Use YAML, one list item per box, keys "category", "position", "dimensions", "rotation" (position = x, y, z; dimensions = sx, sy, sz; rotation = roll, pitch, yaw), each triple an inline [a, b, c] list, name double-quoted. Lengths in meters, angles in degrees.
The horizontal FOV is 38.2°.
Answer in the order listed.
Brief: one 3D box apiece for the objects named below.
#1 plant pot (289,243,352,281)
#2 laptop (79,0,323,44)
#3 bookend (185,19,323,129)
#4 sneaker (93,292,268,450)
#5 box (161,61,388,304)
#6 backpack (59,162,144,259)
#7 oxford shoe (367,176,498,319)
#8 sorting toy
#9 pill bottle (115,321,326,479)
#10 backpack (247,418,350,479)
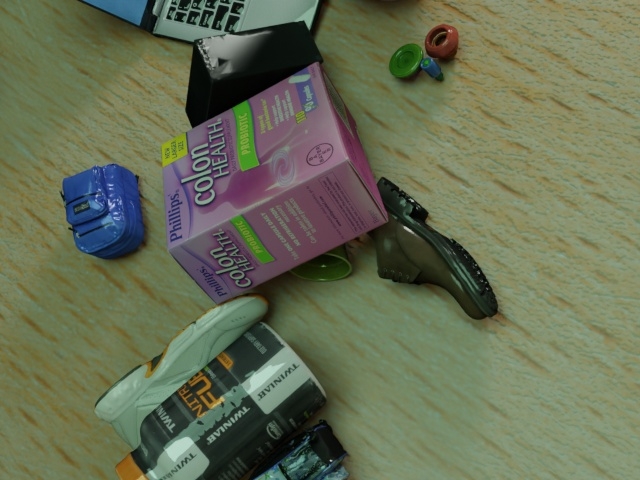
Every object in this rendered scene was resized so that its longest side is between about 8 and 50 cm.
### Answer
- category: "plant pot"
  position: [0.000, 0.000, 1.185]
  dimensions: [0.083, 0.083, 0.079]
  rotation: [-7, 60, 18]
- category: "laptop"
  position: [-0.186, -0.491, 1.280]
  dimensions: [0.407, 0.236, 0.382]
  rotation: [17, 88, 23]
- category: "bookend"
  position: [-0.094, -0.209, 1.255]
  dimensions: [0.157, 0.156, 0.072]
  rotation: [-15, 66, -20]
- category: "sneaker"
  position: [-0.156, 0.176, 1.191]
  dimensions: [0.262, 0.099, 0.121]
  rotation: [-40, 87, 3]
- category: "box"
  position: [-0.066, -0.074, 1.158]
  dimensions: [0.243, 0.117, 0.214]
  rotation: [-26, 42, 12]
- category: "backpack"
  position: [-0.309, -0.036, 1.291]
  dimensions: [0.098, 0.101, 0.120]
  rotation: [-21, 72, 21]
- category: "oxford shoe"
  position: [0.125, 0.028, 1.130]
  dimensions: [0.096, 0.083, 0.227]
  rotation: [-50, 57, 11]
- category: "sorting toy"
  position: [0.144, -0.238, 1.218]
  dimensions: [0.102, 0.042, 0.061]
  rotation: [-30, 51, 23]
- category: "pill bottle"
  position: [-0.122, 0.221, 1.094]
  dimensions: [0.245, 0.130, 0.130]
  rotation: [-40, 65, -11]
- category: "backpack"
  position: [-0.025, 0.280, 1.094]
  dimensions: [0.114, 0.105, 0.084]
  rotation: [-36, 80, 5]
